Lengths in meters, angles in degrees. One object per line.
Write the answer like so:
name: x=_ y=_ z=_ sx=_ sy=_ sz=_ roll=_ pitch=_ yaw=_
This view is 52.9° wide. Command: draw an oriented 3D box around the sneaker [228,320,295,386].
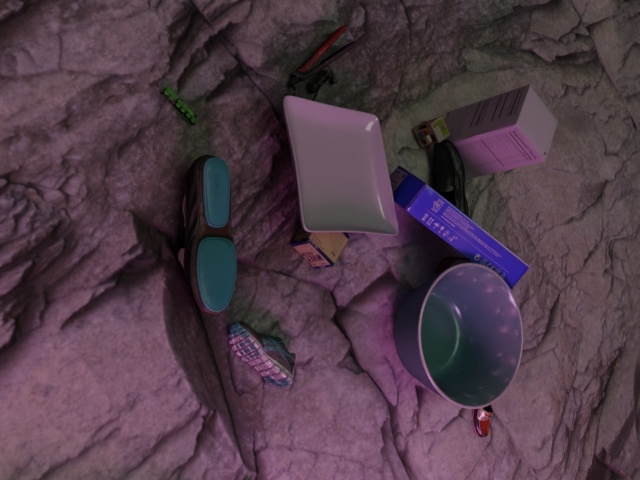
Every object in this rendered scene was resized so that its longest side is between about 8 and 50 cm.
sneaker: x=-0.106 y=0.200 z=1.207 sx=0.166 sy=0.065 sz=0.076 roll=52 pitch=39 yaw=-25

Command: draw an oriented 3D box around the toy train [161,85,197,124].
toy train: x=-0.255 y=-0.245 z=1.170 sx=0.083 sy=0.017 sz=0.023 roll=46 pitch=47 yaw=-24

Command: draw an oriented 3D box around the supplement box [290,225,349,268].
supplement box: x=0.000 y=0.000 z=1.315 sx=0.083 sy=0.056 sz=0.083 roll=46 pitch=57 yaw=-25

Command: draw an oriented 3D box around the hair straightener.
hair straightener: x=0.012 y=-0.368 z=1.386 sx=0.089 sy=0.047 sz=0.230 roll=51 pitch=56 yaw=-21

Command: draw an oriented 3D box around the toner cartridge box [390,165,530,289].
toner cartridge box: x=0.307 y=-0.029 z=1.473 sx=0.348 sy=0.165 sz=0.075 roll=34 pitch=100 yaw=-24

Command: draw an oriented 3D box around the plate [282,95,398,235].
plate: x=0.037 y=-0.142 z=1.318 sx=0.277 sy=0.045 sz=0.278 roll=1 pitch=76 yaw=-43

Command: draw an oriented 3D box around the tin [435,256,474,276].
tin: x=0.364 y=0.096 z=1.614 sx=0.190 sy=0.040 sz=0.106 roll=6 pitch=84 yaw=-39

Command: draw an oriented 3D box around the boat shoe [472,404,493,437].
boat shoe: x=0.406 y=0.420 z=1.594 sx=0.049 sy=0.043 sz=0.137 roll=7 pitch=81 yaw=-40

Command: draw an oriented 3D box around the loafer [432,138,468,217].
loafer: x=0.312 y=-0.135 z=1.576 sx=0.078 sy=0.076 sz=0.223 roll=-19 pitch=101 yaw=-44

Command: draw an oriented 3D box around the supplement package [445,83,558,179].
supplement package: x=0.430 y=-0.260 z=1.584 sx=0.139 sy=0.244 sz=0.134 roll=40 pitch=60 yaw=-28

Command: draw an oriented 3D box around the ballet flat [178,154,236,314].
ballet flat: x=-0.200 y=-0.008 z=1.127 sx=0.095 sy=0.096 sz=0.280 roll=10 pitch=76 yaw=-42

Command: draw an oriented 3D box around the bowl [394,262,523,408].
bowl: x=0.287 y=0.210 z=1.438 sx=0.311 sy=0.163 sz=0.311 roll=5 pitch=81 yaw=-32

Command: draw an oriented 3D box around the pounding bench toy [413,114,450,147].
pounding bench toy: x=0.258 y=-0.257 z=1.559 sx=0.083 sy=0.065 sz=0.052 roll=-39 pitch=109 yaw=-36
